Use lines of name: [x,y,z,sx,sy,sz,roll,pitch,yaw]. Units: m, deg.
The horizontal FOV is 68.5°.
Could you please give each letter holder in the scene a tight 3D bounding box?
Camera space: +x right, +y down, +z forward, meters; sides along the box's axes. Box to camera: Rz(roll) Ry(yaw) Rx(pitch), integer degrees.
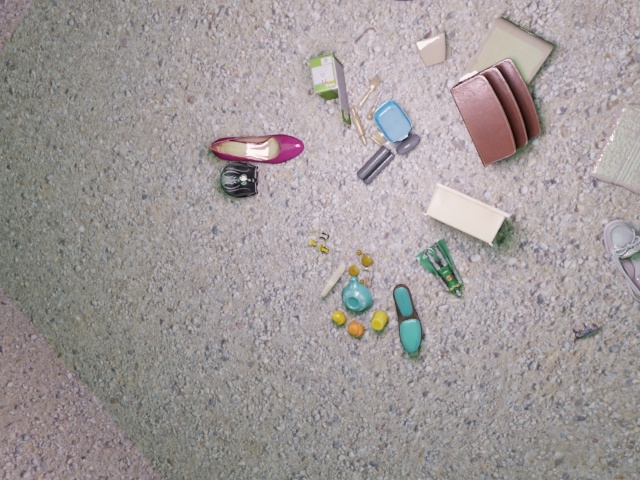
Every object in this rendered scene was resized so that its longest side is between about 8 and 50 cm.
letter holder: [0.627,-0.454,1.653,0.214,0.152,0.302,-21,104,34]

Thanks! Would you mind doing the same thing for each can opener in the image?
can opener: [0.262,-0.335,1.859,0.280,0.093,0.074,-42,124,18]

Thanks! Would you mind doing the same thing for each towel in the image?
towel: [1.095,-0.326,1.651,0.187,0.049,0.282,24,104,13]

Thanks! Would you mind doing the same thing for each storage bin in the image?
storage bin: [0.529,-0.102,1.727,0.262,0.260,0.123,26,102,11]

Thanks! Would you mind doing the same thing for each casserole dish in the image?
casserole dish: [0.282,-0.457,1.818,0.114,0.037,0.188,-37,64,20]

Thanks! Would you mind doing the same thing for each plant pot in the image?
plant pot: [0.422,-0.710,1.766,0.109,0.109,0.096,-14,105,17]

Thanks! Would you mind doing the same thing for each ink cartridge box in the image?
ink cartridge box: [0.044,-0.573,1.841,0.097,0.189,0.255,-8,95,16]

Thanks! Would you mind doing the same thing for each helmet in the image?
helmet: [-0.350,-0.260,2.016,0.161,0.169,0.170,1,98,-1]

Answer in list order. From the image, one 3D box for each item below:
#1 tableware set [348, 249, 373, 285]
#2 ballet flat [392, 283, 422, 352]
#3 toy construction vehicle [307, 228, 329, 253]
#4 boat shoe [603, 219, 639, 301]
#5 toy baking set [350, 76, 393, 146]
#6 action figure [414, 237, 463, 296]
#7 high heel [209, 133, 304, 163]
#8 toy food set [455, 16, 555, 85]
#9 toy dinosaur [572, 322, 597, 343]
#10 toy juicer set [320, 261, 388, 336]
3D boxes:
tableware set: [0.170,0.116,1.983,0.104,0.024,0.154,3,99,19]
ballet flat: [0.358,0.309,1.913,0.095,0.096,0.281,-9,93,12]
toy construction vehicle: [0.000,0.000,2.012,0.098,0.035,0.086,20,113,15]
boat shoe: [1.113,0.077,1.667,0.118,0.103,0.321,-21,91,17]
toy baking set: [0.221,-0.509,1.886,0.196,0.030,0.256,-25,96,11]
action figure: [0.497,0.124,1.873,0.137,0.063,0.232,-33,91,14]
high heel: [-0.265,-0.380,1.957,0.377,0.181,0.127,-4,96,16]
toy food set: [0.664,-0.626,1.723,0.219,0.092,0.306,34,113,9]
toy dinosaur: [1.002,0.343,1.777,0.082,0.047,0.090,-6,129,8]
toy juicer set: [0.121,0.258,1.986,0.209,0.089,0.329,-32,96,30]
